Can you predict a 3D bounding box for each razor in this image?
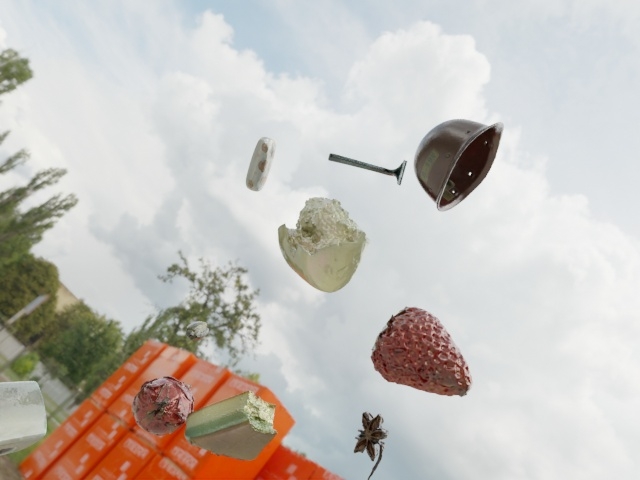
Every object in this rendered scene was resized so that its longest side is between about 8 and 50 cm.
[{"bbox_3d":[0.111,-0.181,1.247,0.190,0.066,0.033,14,-12,9],"label":"razor"}]

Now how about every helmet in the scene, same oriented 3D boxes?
[{"bbox_3d":[0.218,-0.147,0.861,0.106,0.155,0.175,45,-37,23],"label":"helmet"}]

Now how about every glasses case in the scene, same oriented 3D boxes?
[{"bbox_3d":[-0.177,-0.226,1.518,0.041,0.164,0.063,20,3,40],"label":"glasses case"}]

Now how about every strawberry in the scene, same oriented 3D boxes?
[{"bbox_3d":[0.249,0.284,1.223,0.244,0.205,0.205,35,-30,26],"label":"strawberry"}]

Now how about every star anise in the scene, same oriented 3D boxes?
[{"bbox_3d":[0.139,0.560,1.387,0.097,0.191,0.070,15,-1,38],"label":"star anise"}]

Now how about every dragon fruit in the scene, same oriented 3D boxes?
[{"bbox_3d":[-0.460,0.481,1.497,0.172,0.172,0.209,38,-1,9],"label":"dragon fruit"}]

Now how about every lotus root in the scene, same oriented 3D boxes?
[{"bbox_3d":[-0.375,0.273,1.540,0.049,0.099,0.054,-21,-92,19],"label":"lotus root"}]

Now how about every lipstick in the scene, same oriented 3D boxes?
[{"bbox_3d":[-0.389,0.183,0.498,0.253,0.078,0.077,52,17,-72],"label":"lipstick"}]

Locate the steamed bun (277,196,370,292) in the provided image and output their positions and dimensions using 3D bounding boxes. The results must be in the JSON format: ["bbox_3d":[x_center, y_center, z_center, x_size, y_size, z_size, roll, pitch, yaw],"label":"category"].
[{"bbox_3d":[0.000,0.000,1.144,0.170,0.200,0.225,23,4,-23],"label":"steamed bun"}]

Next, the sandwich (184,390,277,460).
[{"bbox_3d":[-0.245,0.506,1.423,0.220,0.108,0.186,21,-57,-20],"label":"sandwich"}]
